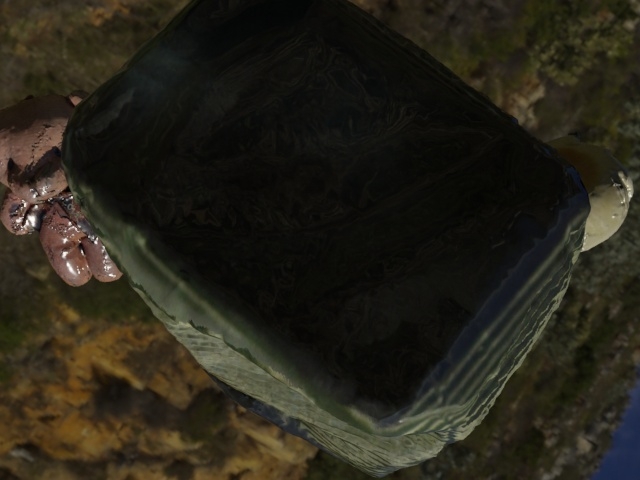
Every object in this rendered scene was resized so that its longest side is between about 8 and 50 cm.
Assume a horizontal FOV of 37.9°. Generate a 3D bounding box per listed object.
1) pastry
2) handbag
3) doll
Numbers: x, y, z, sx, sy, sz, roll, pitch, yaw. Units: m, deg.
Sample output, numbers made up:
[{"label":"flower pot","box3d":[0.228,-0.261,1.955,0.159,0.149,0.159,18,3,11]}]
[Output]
[{"label":"pastry","box3d":[0.325,-0.061,1.230,0.166,0.088,0.165,-15,-135,15]},{"label":"handbag","box3d":[0.000,0.000,0.667,0.247,0.341,0.240,-48,162,-14]},{"label":"doll","box3d":[-0.370,-0.054,1.318,0.201,0.303,0.156,-15,-156,3]}]
